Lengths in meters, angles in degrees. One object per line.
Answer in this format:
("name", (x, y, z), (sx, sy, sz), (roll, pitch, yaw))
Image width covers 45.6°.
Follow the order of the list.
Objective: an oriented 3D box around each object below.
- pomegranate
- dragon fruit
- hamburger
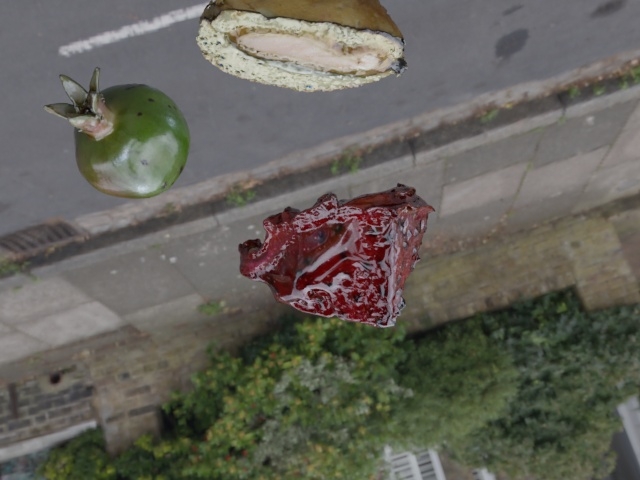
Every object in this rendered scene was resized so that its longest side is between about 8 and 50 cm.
("pomegranate", (-0.299, -0.160, 1.124), (0.182, 0.181, 0.224), (-23, 152, 19))
("dragon fruit", (-0.001, -0.001, 0.507), (0.131, 0.097, 0.063), (9, 171, 24))
("hamburger", (-0.015, -0.185, 0.648), (0.176, 0.102, 0.087), (3, 144, -8))
